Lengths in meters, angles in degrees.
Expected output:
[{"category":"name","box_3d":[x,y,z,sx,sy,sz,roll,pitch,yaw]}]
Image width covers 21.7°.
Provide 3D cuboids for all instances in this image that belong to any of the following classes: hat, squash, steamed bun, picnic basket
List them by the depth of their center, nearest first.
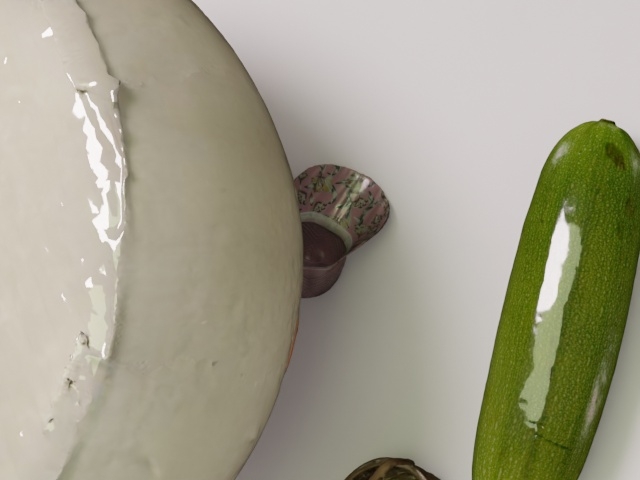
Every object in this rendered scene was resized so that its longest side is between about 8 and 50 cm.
[{"category":"squash","box_3d":[0.125,0.058,0.884,0.066,0.066,0.252,13,88,22]},{"category":"picnic basket","box_3d":[0.033,0.150,0.896,0.072,0.083,0.072,-4,80,21]},{"category":"steamed bun","box_3d":[-0.166,0.021,0.902,0.374,0.241,0.374,-7,77,33]},{"category":"hat","box_3d":[0.001,-0.001,0.960,0.058,0.042,0.087,29,60,11]}]
